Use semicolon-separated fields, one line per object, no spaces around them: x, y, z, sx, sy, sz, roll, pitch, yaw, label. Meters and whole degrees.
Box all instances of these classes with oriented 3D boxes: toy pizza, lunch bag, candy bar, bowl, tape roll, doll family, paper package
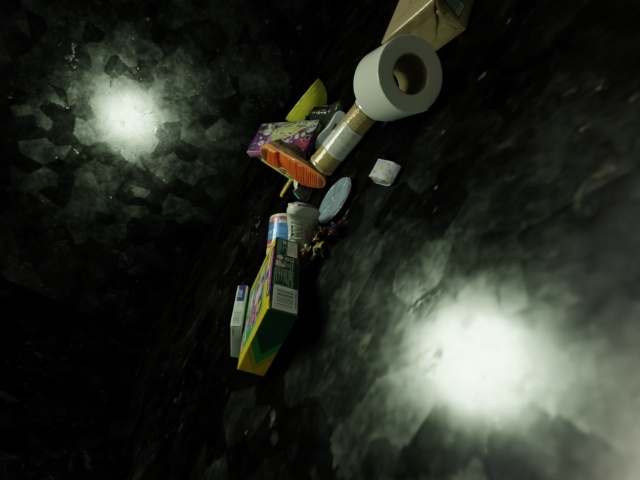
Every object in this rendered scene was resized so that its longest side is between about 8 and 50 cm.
0.059;-0.149;1.634;0.201;0.032;0.201;-48;24;29;toy pizza
0.210;-0.214;1.370;0.083;0.053;0.071;21;79;42;lunch bag
-0.176;-0.307;2.345;0.161;0.018;0.040;-56;26;7;candy bar
-0.048;-0.749;2.427;0.289;0.156;0.289;-48;12;13;bowl
0.254;-0.531;1.427;0.246;0.246;0.169;-61;23;-6;tape roll
0.000;0.000;1.510;0.193;0.076;0.111;-60;5;8;doll family
0.418;-0.874;1.619;0.309;0.168;0.325;-19;44;58;paper package

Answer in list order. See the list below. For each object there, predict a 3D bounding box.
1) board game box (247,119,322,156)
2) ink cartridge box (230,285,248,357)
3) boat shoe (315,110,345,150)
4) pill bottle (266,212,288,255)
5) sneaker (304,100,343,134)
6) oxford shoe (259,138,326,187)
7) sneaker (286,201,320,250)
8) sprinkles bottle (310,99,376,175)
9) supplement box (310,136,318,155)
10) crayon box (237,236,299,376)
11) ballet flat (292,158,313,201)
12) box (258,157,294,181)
-0.180;-0.504;2.131;0.346;0.056;0.208;4;62;28;board game box
-0.311;0.327;1.649;0.223;0.045;0.224;-94;9;-56;ink cartridge box
0.042;-0.530;2.096;0.228;0.080;0.076;-61;14;-5;boat shoe
-0.152;0.014;1.719;0.124;0.124;0.221;-28;53;52;pill bottle
0.011;-0.654;2.246;0.286;0.130;0.109;-25;38;52;sneaker
-0.101;-0.362;1.932;0.133;0.363;0.130;-44;-23;-29;oxford shoe
-0.065;-0.042;1.570;0.305;0.114;0.152;72;-147;-72;sneaker
0.107;-0.433;1.772;0.355;0.121;0.121;-48;25;27;sprinkles bottle
-0.077;-0.529;2.282;0.239;0.073;0.130;-135;48;-67;supplement box
-0.174;0.220;1.482;0.363;0.106;0.313;-92;24;-53;crayon box
-0.065;-0.310;2.014;0.095;0.096;0.280;-33;33;47;ballet flat
-0.204;-0.407;2.247;0.058;0.232;0.087;-29;37;52;box
